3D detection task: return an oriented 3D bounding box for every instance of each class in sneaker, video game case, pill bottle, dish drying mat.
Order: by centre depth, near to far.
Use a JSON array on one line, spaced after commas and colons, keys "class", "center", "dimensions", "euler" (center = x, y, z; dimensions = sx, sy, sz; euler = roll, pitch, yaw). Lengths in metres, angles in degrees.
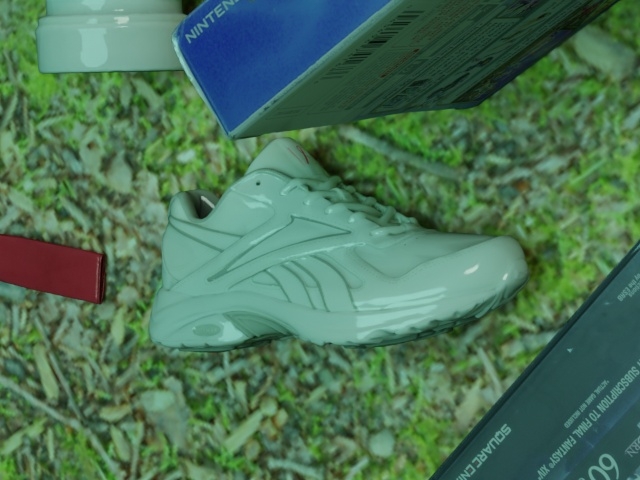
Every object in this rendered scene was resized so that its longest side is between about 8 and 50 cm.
[{"class": "video game case", "center": [0.101, -0.149, 0.777], "dimensions": [0.269, 0.244, 0.061], "euler": [-37, 77, 28]}, {"class": "video game case", "center": [0.204, 0.155, 0.880], "dimensions": [0.274, 0.026, 0.196], "euler": [47, 116, 19]}, {"class": "sneaker", "center": [0.000, 0.000, 0.947], "dimensions": [0.232, 0.090, 0.115], "euler": [-4, 90, 30]}, {"class": "pill bottle", "center": [-0.116, -0.197, 0.973], "dimensions": [0.117, 0.117, 0.208], "euler": [1, 96, 30]}, {"class": "dish drying mat", "center": [-0.168, 0.017, 1.092], "dimensions": [0.083, 0.008, 0.032], "euler": [10, 102, 28]}]
